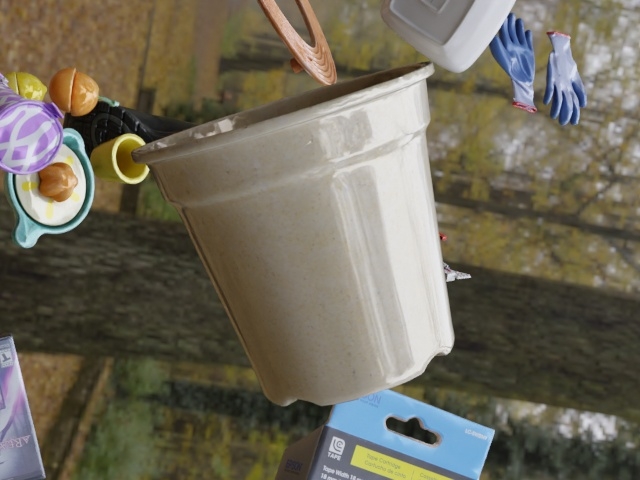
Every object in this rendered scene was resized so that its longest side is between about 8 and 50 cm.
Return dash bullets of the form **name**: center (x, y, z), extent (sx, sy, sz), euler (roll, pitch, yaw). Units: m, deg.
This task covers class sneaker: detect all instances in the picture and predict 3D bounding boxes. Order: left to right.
- **sneaker**: center (-0.253, -0.146, 1.738), extent (0.130, 0.286, 0.109), euler (-50, 156, -76)

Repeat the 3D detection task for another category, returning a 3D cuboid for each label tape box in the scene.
- **label tape box**: center (0.057, 0.363, 1.458), extent (0.106, 0.240, 0.334), euler (-10, -121, 66)

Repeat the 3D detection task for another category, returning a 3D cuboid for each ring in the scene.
- **ring**: center (-0.073, -0.354, 1.547), extent (0.337, 0.032, 0.337), euler (56, 16, -24)

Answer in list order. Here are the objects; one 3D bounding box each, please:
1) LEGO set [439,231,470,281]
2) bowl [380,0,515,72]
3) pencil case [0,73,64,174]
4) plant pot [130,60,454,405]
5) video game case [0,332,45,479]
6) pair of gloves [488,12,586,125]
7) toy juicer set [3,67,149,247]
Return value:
- **LEGO set**: center (0.164, 0.014, 1.986), extent (0.182, 0.060, 0.244), euler (-34, -113, 56)
- **bowl**: center (0.144, -0.283, 1.321), extent (0.142, 0.142, 0.053), euler (-56, 160, 18)
- **pencil case**: center (-0.353, -0.134, 1.253), extent (0.206, 0.088, 0.086), euler (32, -23, 51)
- **plant pot**: center (0.000, 0.000, 1.232), extent (0.334, 0.333, 0.306), euler (-114, -173, -80)
- **video game case**: center (-0.595, 0.308, 1.934), extent (0.026, 0.196, 0.274), euler (-141, -140, -67)
- **pair of gloves**: center (0.330, -0.260, 1.725), extent (0.023, 0.198, 0.159), euler (-24, -116, 50)
- **toy juicer set**: center (-0.364, -0.106, 1.444), extent (0.329, 0.089, 0.209), euler (-43, 119, -43)
